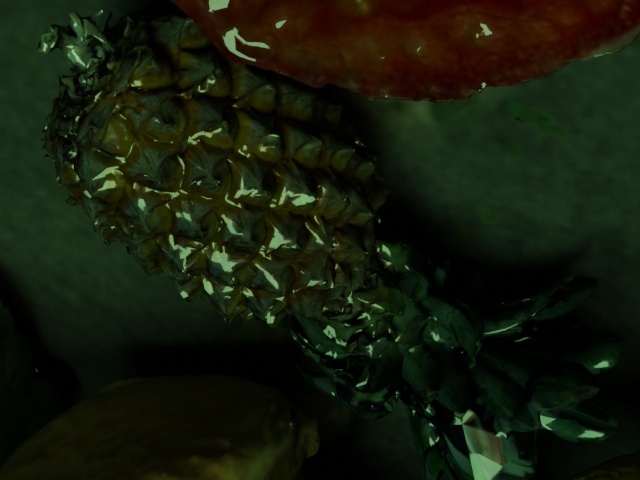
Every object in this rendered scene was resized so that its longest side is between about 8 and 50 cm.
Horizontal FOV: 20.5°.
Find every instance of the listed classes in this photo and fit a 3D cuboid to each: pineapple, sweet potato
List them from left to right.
[{"bbox_3d":[-0.009,0.184,0.712,0.131,0.131,0.336,-5,135,26],"label":"sweet potato"},{"bbox_3d":[0.001,0.000,0.569,0.221,0.083,0.103,40,133,-18],"label":"pineapple"}]

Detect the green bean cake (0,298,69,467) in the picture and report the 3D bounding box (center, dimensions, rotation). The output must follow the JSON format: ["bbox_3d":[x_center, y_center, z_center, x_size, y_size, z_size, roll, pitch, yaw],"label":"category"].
[{"bbox_3d":[-0.204,0.133,0.740,0.241,0.132,0.255,-7,125,27],"label":"green bean cake"}]

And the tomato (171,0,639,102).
[{"bbox_3d":[-0.003,-0.144,0.432,0.228,0.101,0.228,20,148,14],"label":"tomato"}]

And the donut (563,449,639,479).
[{"bbox_3d":[0.095,0.133,0.619,0.162,0.065,0.178,-21,152,-6],"label":"donut"}]
